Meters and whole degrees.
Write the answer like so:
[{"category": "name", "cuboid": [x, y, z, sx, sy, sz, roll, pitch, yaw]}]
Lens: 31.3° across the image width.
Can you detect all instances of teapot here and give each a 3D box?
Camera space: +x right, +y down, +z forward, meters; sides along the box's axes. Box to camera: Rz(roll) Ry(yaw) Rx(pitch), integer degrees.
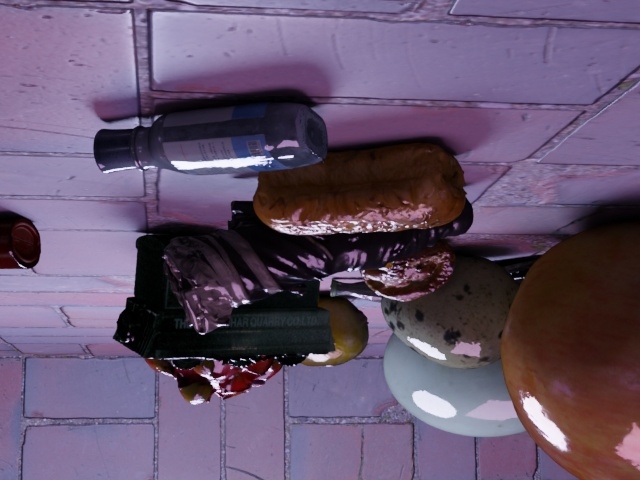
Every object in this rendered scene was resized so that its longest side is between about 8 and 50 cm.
[{"category": "teapot", "cuboid": [0.069, 0.086, 2.008, 0.110, 0.043, 0.043, 5, 169, -8]}]

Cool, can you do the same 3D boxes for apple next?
[{"category": "apple", "cuboid": [0.430, 0.153, 1.509, 0.346, 0.392, 0.391, 16, 180, 32]}]

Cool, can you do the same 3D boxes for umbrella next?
[{"category": "umbrella", "cuboid": [0.000, 0.003, 1.296, 0.357, 0.113, 0.106, -15, -147, -12]}]

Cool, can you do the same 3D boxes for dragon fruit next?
[{"category": "dragon fruit", "cuboid": [-0.161, 0.158, 1.822, 0.243, 0.227, 0.307, 39, 162, 42]}]

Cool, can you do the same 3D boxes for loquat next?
[{"category": "loquat", "cuboid": [0.000, 0.176, 2.203, 0.195, 0.152, 0.152, -13, 166, 18]}]

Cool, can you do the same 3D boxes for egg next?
[{"category": "egg", "cuboid": [0.303, 0.223, 2.105, 0.388, 0.276, 0.276, -8, 167, 23]}, {"category": "egg", "cuboid": [0.203, 0.106, 1.759, 0.228, 0.177, 0.177, 9, 174, 24]}]

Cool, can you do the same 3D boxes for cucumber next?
[{"category": "cucumber", "cuboid": [0.309, 0.048, 1.827, 0.134, 0.033, 0.034, -8, 170, 37]}]

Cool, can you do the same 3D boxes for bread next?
[{"category": "bread", "cuboid": [0.041, -0.049, 1.173, 0.210, 0.083, 0.114, -3, 174, 21]}]

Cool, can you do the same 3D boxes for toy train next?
[{"category": "toy train", "cuboid": [-0.125, 0.084, 1.598, 0.330, 0.178, 0.138, 1, -172, -33]}]

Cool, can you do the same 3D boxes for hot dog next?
[{"category": "hot dog", "cuboid": [0.124, 0.039, 1.667, 0.147, 0.065, 0.099, -2, 136, 17]}]

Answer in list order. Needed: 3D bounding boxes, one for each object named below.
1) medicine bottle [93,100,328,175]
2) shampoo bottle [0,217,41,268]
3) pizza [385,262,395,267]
[{"category": "medicine bottle", "cuboid": [-0.101, -0.088, 1.020, 0.208, 0.054, 0.090, -3, 171, 18]}, {"category": "shampoo bottle", "cuboid": [-0.503, 0.007, 1.474, 0.260, 0.064, 0.102, -1, 173, 7]}, {"category": "pizza", "cuboid": [0.012, -0.011, 1.419, 0.246, 0.058, 0.127, 14, 166, -38]}]
